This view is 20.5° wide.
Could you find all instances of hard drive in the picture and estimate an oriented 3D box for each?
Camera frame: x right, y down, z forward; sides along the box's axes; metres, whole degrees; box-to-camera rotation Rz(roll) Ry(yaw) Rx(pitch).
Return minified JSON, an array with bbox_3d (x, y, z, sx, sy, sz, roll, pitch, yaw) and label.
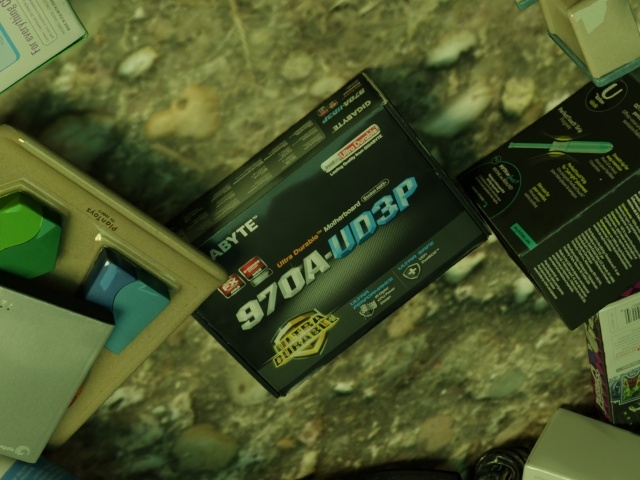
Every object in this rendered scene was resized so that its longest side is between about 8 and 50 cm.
[{"bbox_3d":[-0.220,0.093,1.271,0.094,0.022,0.135,21,115,-24],"label":"hard drive"}]

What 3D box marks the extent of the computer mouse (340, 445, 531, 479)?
[{"bbox_3d":[0.053,0.262,1.572,0.272,0.072,0.188,-4,123,-36],"label":"computer mouse"}]

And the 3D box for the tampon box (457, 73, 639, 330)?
[{"bbox_3d":[0.216,-0.035,1.397,0.161,0.120,0.101,-36,129,3],"label":"tampon box"}]

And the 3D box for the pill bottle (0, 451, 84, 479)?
[{"bbox_3d":[-0.219,0.227,1.329,0.221,0.124,0.124,30,112,6],"label":"pill bottle"}]

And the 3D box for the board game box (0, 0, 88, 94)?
[{"bbox_3d":[-0.332,-0.139,1.067,0.316,0.064,0.242,-36,125,-12],"label":"board game box"}]

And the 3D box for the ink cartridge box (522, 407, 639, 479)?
[{"bbox_3d":[0.258,0.278,1.603,0.093,0.154,0.212,-51,152,-48],"label":"ink cartridge box"}]

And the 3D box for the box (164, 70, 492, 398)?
[{"bbox_3d":[0.000,0.000,1.370,0.220,0.051,0.175,-37,129,4],"label":"box"}]

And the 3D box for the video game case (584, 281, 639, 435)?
[{"bbox_3d":[0.353,0.088,1.595,0.232,0.042,0.210,-22,129,-9],"label":"video game case"}]

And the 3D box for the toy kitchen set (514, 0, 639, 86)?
[{"bbox_3d":[0.249,-0.201,1.268,0.207,0.166,0.122,-31,129,-1],"label":"toy kitchen set"}]

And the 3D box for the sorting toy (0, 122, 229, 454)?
[{"bbox_3d":[-0.247,0.023,1.254,0.307,0.041,0.229,36,113,-29],"label":"sorting toy"}]
